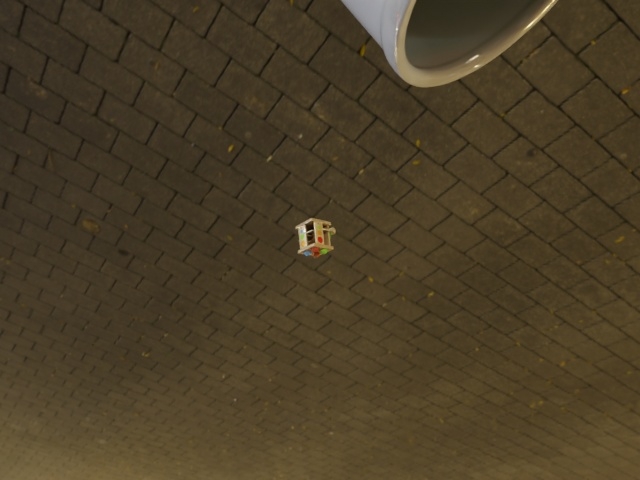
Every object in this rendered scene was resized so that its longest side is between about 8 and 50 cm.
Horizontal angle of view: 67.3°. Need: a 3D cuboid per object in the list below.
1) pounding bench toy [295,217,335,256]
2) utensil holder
[{"bbox_3d":[0.000,0.000,0.969,0.083,0.065,0.052,11,155,-41],"label":"pounding bench toy"},{"bbox_3d":[0.121,-0.455,0.617,0.328,0.385,0.327,-30,163,-10],"label":"utensil holder"}]
